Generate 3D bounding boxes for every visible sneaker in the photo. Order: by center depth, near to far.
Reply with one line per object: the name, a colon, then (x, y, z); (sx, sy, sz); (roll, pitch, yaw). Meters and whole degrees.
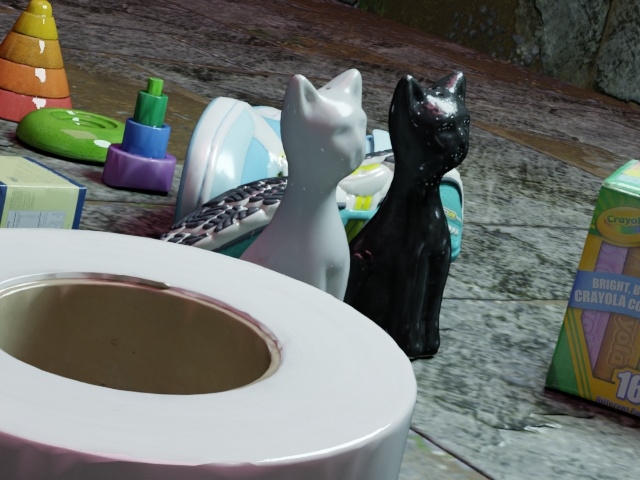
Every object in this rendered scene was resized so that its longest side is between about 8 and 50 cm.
sneaker: (0.000, 0.000, 1.307); (0.275, 0.110, 0.107); (-14, 9, -26)
sneaker: (0.003, -0.047, 1.461); (0.208, 0.127, 0.319); (15, 14, 11)

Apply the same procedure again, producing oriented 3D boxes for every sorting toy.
sorting toy: (-0.242, -0.157, 1.673); (0.127, 0.126, 0.365); (4, 15, -35)

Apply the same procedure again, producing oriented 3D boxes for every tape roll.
tape roll: (-0.099, 0.087, 0.812); (0.286, 0.100, 0.286); (10, 17, -3)

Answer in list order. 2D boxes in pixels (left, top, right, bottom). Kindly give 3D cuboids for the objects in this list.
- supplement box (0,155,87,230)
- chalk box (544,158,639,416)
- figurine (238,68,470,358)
supplement box: (-0.241, -0.028, 1.283); (0.083, 0.056, 0.083); (0, 19, -46)
chalk box: (0.267, 0.018, 1.251); (0.132, 0.213, 0.132); (18, 14, 18)
figurine: (0.024, -0.021, 1.181); (0.092, 0.209, 0.215); (22, 16, 33)
